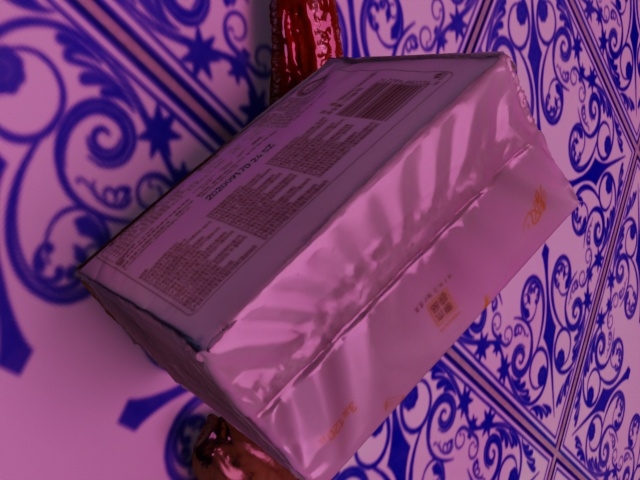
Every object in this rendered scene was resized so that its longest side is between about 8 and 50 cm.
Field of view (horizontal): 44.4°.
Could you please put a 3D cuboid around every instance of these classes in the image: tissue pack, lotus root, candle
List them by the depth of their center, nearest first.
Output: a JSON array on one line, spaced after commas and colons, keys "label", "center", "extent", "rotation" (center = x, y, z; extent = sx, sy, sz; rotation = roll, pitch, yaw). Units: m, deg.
[{"label": "tissue pack", "center": [0.000, 0.000, 0.463], "extent": [0.225, 0.185, 0.124], "rotation": [-44, 119, -19]}, {"label": "lotus root", "center": [-0.043, 0.171, 0.570], "extent": [0.072, 0.063, 0.152], "rotation": [-46, 126, -19]}, {"label": "candle", "center": [-0.013, -0.115, 0.581], "extent": [0.084, 0.059, 0.302], "rotation": [-15, 104, -44]}]
